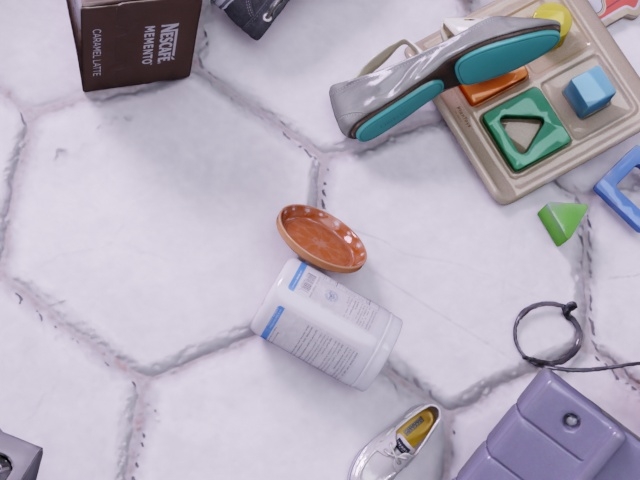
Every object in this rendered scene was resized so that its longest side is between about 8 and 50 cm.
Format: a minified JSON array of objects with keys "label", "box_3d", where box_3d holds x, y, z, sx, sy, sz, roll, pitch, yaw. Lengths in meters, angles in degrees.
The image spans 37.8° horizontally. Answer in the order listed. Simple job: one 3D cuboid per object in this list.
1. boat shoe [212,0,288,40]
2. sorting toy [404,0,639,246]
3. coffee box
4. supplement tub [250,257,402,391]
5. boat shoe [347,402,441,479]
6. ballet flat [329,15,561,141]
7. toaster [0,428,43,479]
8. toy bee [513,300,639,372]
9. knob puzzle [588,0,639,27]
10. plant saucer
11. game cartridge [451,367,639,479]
[{"label":"boat shoe","box_3d":[0.001,-0.267,0.874,0.228,0.080,0.076,-43,102,-25]},{"label":"sorting toy","box_3d":[0.203,-0.154,0.879,0.196,0.047,0.348,-28,79,-10]},{"label":"coffee box","box_3d":[-0.177,-0.272,0.799,0.098,0.141,0.246,-10,75,-15]},{"label":"supplement tub","box_3d":[0.004,0.068,0.758,0.107,0.071,0.071,31,68,-1]},{"label":"boat shoe","box_3d":[0.061,0.168,0.755,0.100,0.035,0.035,-39,83,-22]},{"label":"ballet flat","box_3d":[0.105,-0.162,0.830,0.213,0.072,0.068,-26,72,6]},{"label":"toaster","box_3d":[-0.291,0.181,0.592,0.168,0.110,0.186,23,31,-3]},{"label":"toy bee","box_3d":[0.318,0.147,0.753,0.298,0.162,0.195,14,71,-8]},{"label":"knob puzzle","box_3d":[0.274,-0.311,0.972,0.213,0.030,0.213,4,70,-11]},{"label":"plant saucer","box_3d":[0.000,0.000,0.789,0.083,0.013,0.083,23,29,-14]},{"label":"game cartridge","box_3d":[0.238,0.290,0.688,0.355,0.068,0.230,37,93,2]}]
